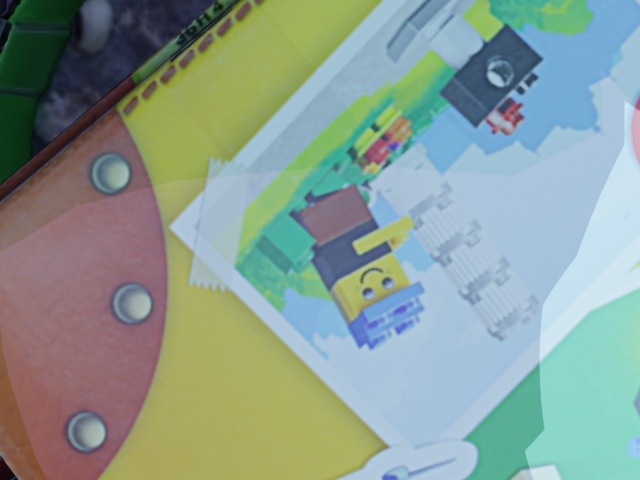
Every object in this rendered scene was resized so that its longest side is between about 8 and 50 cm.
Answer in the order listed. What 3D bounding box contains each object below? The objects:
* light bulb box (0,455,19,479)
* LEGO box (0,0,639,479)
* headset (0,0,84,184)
[{"bbox_3d":[-0.286,0.191,0.855,0.225,0.358,0.361,-9,99,24],"label":"light bulb box"},{"bbox_3d":[0.191,-0.075,0.497,0.500,0.372,0.193,-39,84,8],"label":"LEGO box"},{"bbox_3d":[0.000,0.000,0.831,0.394,0.185,0.243,36,110,30],"label":"headset"}]
